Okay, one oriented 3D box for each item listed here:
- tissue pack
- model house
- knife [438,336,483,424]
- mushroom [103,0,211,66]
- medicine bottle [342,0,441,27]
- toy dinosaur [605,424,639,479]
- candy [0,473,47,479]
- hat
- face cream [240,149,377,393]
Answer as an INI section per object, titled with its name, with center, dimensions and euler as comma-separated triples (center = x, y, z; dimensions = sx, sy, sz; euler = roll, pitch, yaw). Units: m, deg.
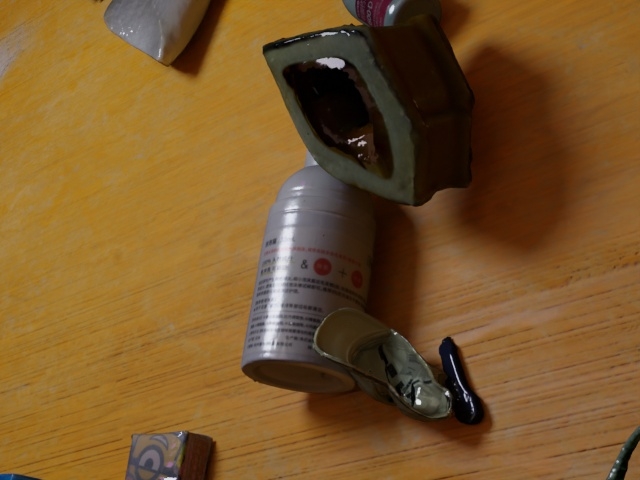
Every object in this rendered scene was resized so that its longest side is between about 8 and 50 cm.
[tissue pack]
center = -0.211, 0.330, 1.375
dimensions = 0.109, 0.060, 0.148
euler = -12, 60, 37
[model house]
center = 0.102, -0.172, 1.279
dimensions = 0.173, 0.239, 0.268
euler = -29, 83, 46
[knife]
center = 0.158, 0.159, 1.183
dimensions = 0.031, 0.018, 0.121
euler = -38, 47, 28
[mushroom]
center = -0.198, -0.487, 1.763
dimensions = 0.177, 0.126, 0.397
euler = 35, 91, 35
[medicine bottle]
center = 0.079, -0.352, 1.475
dimensions = 0.090, 0.090, 0.216
euler = -51, 45, 7
[toy dinosaur]
center = 0.192, 0.322, 1.014
dimensions = 0.129, 0.076, 0.383
euler = 25, 91, 13
[candy]
center = -0.490, 0.497, 1.498
dimensions = 0.157, 0.100, 0.305
euler = -10, 60, 37
[hat]
center = 0.065, 0.151, 1.179
dimensions = 0.081, 0.166, 0.122
euler = -57, 16, 32
[face cream]
center = 0.000, 0.000, 1.318
dimensions = 0.145, 0.145, 0.369
euler = -9, 61, 37
